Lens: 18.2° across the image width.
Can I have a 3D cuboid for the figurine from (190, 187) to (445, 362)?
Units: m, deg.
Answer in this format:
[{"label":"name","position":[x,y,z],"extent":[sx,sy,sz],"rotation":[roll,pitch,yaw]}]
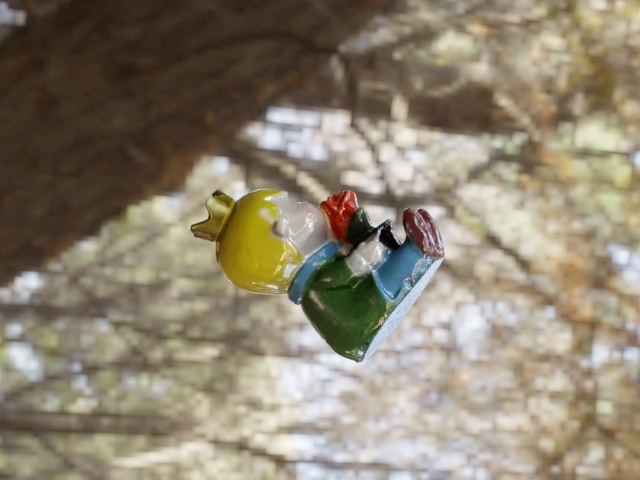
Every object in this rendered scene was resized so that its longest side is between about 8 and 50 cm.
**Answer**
[{"label":"figurine","position":[-0.004,-0.002,2.055],"extent":[0.234,0.127,0.185],"rotation":[41,-69,16]}]
